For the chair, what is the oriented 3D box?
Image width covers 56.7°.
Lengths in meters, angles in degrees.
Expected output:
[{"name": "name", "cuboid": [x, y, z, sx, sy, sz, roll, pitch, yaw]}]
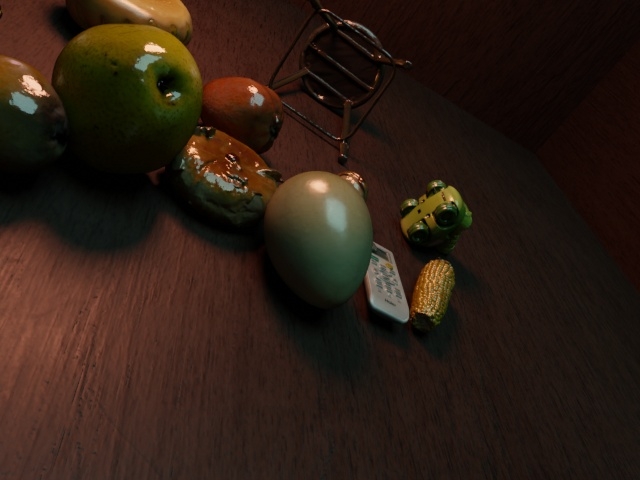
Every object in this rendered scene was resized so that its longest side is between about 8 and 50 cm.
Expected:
[{"name": "chair", "cuboid": [0.045, -0.540, 1.913, 0.364, 0.362, 0.410, 33, 23, -6]}]

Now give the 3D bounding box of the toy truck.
[{"name": "toy truck", "cuboid": [0.343, -0.058, 1.679, 0.210, 0.187, 0.148, 22, 35, -26]}]

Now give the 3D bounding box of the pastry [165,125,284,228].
[{"name": "pastry", "cuboid": [-0.202, -0.136, 1.253, 0.257, 0.121, 0.236, 1, 45, -47]}]

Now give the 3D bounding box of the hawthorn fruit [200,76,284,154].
[{"name": "hawthorn fruit", "cuboid": [-0.214, -0.320, 1.463, 0.251, 0.199, 0.199, 30, 27, 9]}]

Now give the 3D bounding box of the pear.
[{"name": "pear", "cuboid": [-0.352, -0.263, 1.099, 0.294, 0.294, 0.294, 27, 30, -17]}]

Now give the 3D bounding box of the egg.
[{"name": "egg", "cuboid": [0.000, 0.000, 1.182, 0.218, 0.218, 0.295, 13, 49, -37]}]

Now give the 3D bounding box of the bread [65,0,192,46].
[{"name": "bread", "cuboid": [-0.500, -0.588, 1.547, 0.333, 0.160, 0.333, 26, 31, -17]}]

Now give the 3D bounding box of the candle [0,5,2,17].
[{"name": "candle", "cuboid": [-0.726, -0.474, 1.239, 0.052, 0.052, 0.131, 33, 30, -8]}]

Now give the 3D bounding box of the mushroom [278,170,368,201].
[{"name": "mushroom", "cuboid": [0.012, -0.092, 1.461, 0.328, 0.122, 0.159, -22, 99, -57]}]

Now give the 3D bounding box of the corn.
[{"name": "corn", "cuboid": [0.267, 0.129, 1.419, 0.091, 0.091, 0.260, 52, 31, -7]}]

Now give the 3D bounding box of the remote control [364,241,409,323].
[{"name": "remote control", "cuboid": [0.137, 0.088, 1.378, 0.103, 0.051, 0.293, 29, 26, -16]}]

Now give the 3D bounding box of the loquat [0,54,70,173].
[{"name": "loquat", "cuboid": [-0.510, -0.202, 0.955, 0.227, 0.179, 0.179, 44, 29, 23]}]
